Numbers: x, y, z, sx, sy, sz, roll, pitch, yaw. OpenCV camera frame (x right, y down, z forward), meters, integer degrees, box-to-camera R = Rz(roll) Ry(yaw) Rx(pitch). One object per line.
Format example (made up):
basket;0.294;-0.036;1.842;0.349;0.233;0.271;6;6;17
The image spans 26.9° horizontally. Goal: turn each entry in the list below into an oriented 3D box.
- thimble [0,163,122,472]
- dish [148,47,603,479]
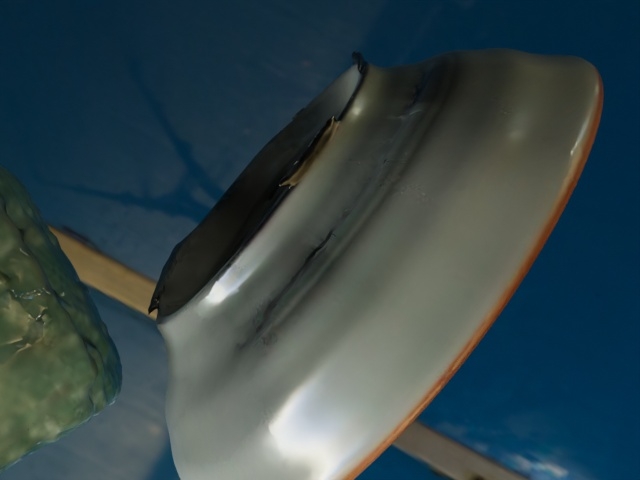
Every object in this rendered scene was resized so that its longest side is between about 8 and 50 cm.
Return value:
thimble;-0.196;0.055;0.614;0.198;0.235;0.143;-31;-88;-48
dish;0.000;0.000;0.573;0.085;0.260;0.260;38;-100;-10
